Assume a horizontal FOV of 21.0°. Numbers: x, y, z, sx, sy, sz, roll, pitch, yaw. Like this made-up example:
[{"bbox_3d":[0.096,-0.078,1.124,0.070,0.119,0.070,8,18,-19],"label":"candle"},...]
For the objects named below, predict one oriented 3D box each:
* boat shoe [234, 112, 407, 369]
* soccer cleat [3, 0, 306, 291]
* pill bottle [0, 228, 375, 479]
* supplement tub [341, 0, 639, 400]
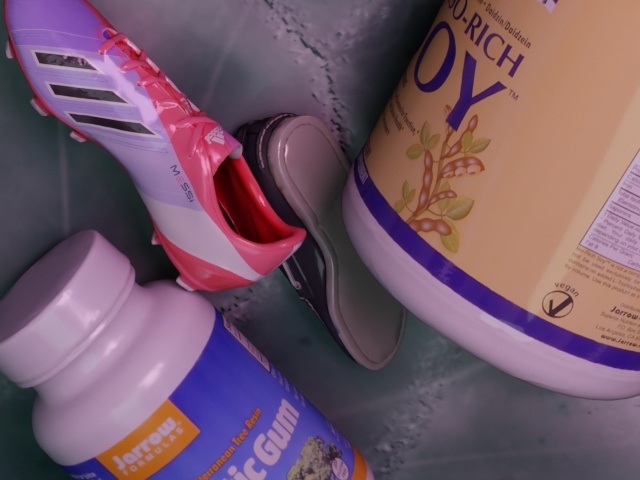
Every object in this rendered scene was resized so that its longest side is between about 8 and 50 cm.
[{"bbox_3d":[0.000,0.000,1.195,0.065,0.075,0.206,9,133,44],"label":"boat shoe"},{"bbox_3d":[-0.106,-0.075,1.115,0.095,0.083,0.248,-23,108,37],"label":"soccer cleat"},{"bbox_3d":[-0.101,0.124,1.191,0.152,0.152,0.272,-38,111,16],"label":"pill bottle"},{"bbox_3d":[0.184,-0.097,1.036,0.241,0.241,0.331,24,113,-12],"label":"supplement tub"}]
